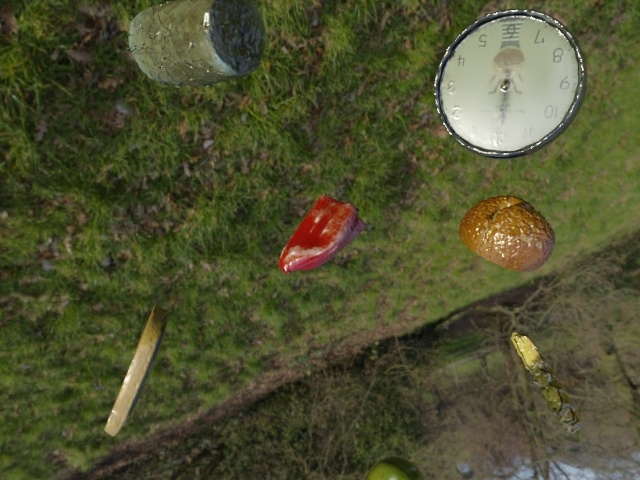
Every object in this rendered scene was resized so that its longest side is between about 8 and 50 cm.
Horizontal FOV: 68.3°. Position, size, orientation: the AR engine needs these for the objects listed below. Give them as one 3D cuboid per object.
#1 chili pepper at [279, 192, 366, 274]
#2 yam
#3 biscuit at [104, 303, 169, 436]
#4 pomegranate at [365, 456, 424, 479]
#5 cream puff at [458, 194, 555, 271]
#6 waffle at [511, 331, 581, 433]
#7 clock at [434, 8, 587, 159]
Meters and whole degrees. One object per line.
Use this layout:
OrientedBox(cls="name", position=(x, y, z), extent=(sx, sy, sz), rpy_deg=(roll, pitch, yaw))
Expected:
OrientedBox(cls="chili pepper", position=(0.000, 0.000, 1.188), extent=(0.144, 0.253, 0.136), rpy_deg=(38, 149, -1))
OrientedBox(cls="yam", position=(-0.135, -0.227, 0.539), extent=(0.107, 0.107, 0.183), rpy_deg=(18, -179, -43))
OrientedBox(cls="biscuit", position=(-0.484, 0.334, 1.277), extent=(0.057, 0.344, 0.287), rpy_deg=(22, -175, -16))
OrientedBox(cls="pomegranate", position=(0.222, 0.685, 1.285), extent=(0.210, 0.180, 0.179), rpy_deg=(-17, 154, 34))
OrientedBox(cls="cream puff", position=(0.606, -0.032, 1.516), extent=(0.302, 0.303, 0.212), rpy_deg=(8, 112, -32))
OrientedBox(cls="waffle", position=(0.669, 0.412, 1.396), extent=(0.065, 0.310, 0.283), rpy_deg=(-35, -173, 19))
OrientedBox(cls="clock", position=(0.235, -0.196, 0.599), extent=(0.184, 0.185, 0.040), rpy_deg=(-27, 175, 29))
